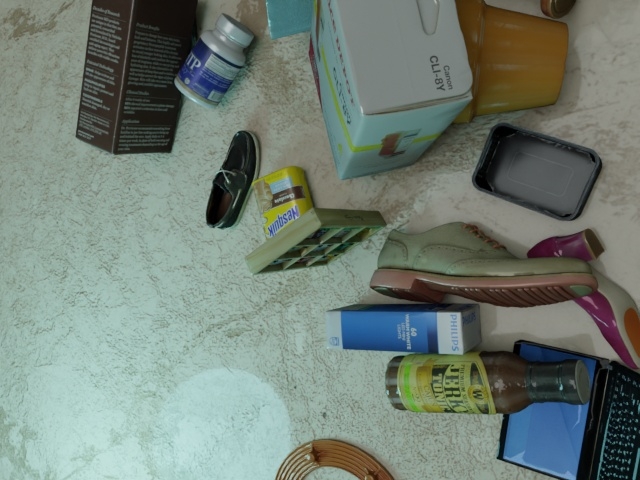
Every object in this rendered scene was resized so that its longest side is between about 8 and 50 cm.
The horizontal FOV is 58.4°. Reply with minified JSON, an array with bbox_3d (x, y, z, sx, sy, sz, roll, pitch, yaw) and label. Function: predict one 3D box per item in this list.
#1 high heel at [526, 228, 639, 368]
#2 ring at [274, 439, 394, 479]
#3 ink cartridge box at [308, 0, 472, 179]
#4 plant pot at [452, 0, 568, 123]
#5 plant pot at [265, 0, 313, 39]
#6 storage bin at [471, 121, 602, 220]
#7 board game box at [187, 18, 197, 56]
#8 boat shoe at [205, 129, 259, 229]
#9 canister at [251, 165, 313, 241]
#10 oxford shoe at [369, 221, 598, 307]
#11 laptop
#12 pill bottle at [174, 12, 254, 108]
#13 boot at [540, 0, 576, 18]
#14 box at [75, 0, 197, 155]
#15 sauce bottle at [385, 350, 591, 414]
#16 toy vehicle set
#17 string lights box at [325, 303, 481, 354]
[{"bbox_3d":[0.441,0.105,0.954,0.117,0.082,0.244,-29,89,50],"label":"high heel"},{"bbox_3d":[0.033,0.593,1.215,0.337,0.032,0.336,2,93,30],"label":"ring"},{"bbox_3d":[0.089,-0.283,0.935,0.161,0.384,0.279,-12,84,-5],"label":"ink cartridge box"},{"bbox_3d":[0.299,-0.294,0.949,0.188,0.205,0.205,7,95,13],"label":"plant pot"},{"bbox_3d":[0.010,-0.551,1.031,0.252,0.247,0.247,-8,54,-3],"label":"plant pot"},{"bbox_3d":[0.366,-0.116,0.971,0.180,0.084,0.122,25,104,25],"label":"storage bin"},{"bbox_3d":[-0.380,-0.493,1.400,0.186,0.026,0.126,-5,90,29],"label":"board game box"},{"bbox_3d":[-0.200,-0.136,1.287,0.084,0.079,0.233,24,102,28],"label":"boat shoe"},{"bbox_3d":[-0.073,-0.060,1.222,0.126,0.073,0.169,-20,81,28],"label":"canister"},{"bbox_3d":[0.262,0.031,0.984,0.397,0.140,0.146,1,71,37],"label":"oxford shoe"},{"bbox_3d":[0.420,0.312,0.927,0.137,0.264,0.234,5,97,-8],"label":"laptop"},{"bbox_3d":[-0.232,-0.400,1.273,0.112,0.112,0.186,46,111,20],"label":"pill bottle"},{"bbox_3d":[0.348,-0.436,0.949,0.152,0.073,0.197,9,62,36],"label":"boot"},{"bbox_3d":[-0.422,-0.396,1.308,0.143,0.191,0.381,25,110,23],"label":"box"},{"bbox_3d":[0.276,0.244,0.991,0.344,0.111,0.111,-14,85,39],"label":"sauce bottle"},{"bbox_3d":[0.000,0.000,1.074,0.166,0.267,0.035,-35,74,26],"label":"toy vehicle set"},{"bbox_3d":[0.154,0.160,1.070,0.260,0.133,0.076,-3,89,29],"label":"string lights box"}]
